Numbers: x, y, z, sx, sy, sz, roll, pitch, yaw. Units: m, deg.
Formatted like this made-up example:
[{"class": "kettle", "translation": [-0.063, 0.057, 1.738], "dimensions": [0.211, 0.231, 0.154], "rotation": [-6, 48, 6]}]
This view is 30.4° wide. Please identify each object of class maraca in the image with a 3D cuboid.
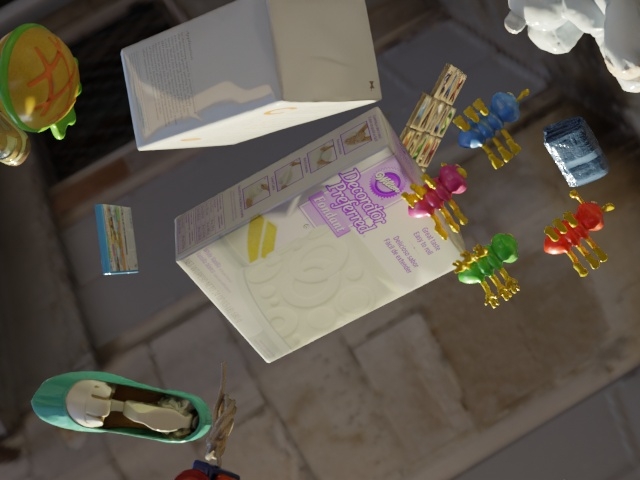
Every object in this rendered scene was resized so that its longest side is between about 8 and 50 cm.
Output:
[{"class": "maraca", "translation": [-0.337, -0.190, 1.424], "dimensions": [0.185, 0.099, 0.127], "rotation": [34, -113, -72]}]

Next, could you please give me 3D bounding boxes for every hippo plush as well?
[{"class": "hippo plush", "translation": [0.411, -0.355, 1.860], "dimensions": [0.294, 0.236, 0.234], "rotation": [35, -120, -53]}]

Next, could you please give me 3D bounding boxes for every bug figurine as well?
[{"class": "bug figurine", "translation": [0.229, -0.052, 1.492], "dimensions": [0.279, 0.216, 0.072], "rotation": [49, -166, -21]}]

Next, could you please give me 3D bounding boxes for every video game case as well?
[{"class": "video game case", "translation": [-0.353, -0.001, 2.049], "dimensions": [0.166, 0.015, 0.119], "rotation": [3, -101, -83]}]

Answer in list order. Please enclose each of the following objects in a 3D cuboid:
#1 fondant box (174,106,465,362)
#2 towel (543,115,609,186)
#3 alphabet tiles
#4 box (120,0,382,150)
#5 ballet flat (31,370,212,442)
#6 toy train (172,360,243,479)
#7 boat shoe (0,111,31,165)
[{"class": "fondant box", "translation": [0.000, 0.000, 1.614], "dimensions": [0.238, 0.330, 0.096], "rotation": [52, -164, -35]}, {"class": "towel", "translation": [0.369, -0.126, 1.694], "dimensions": [0.119, 0.067, 0.029], "rotation": [49, -151, -40]}, {"class": "alphabet tiles", "translation": [0.144, -0.124, 1.910], "dimensions": [0.011, 0.343, 0.285], "rotation": [29, -171, 13]}, {"class": "box", "translation": [-0.111, -0.256, 1.812], "dimensions": [0.345, 0.215, 0.168], "rotation": [-11, 89, 44]}, {"class": "ballet flat", "translation": [-0.267, 0.225, 1.597], "dimensions": [0.087, 0.247, 0.083], "rotation": [148, 131, -78]}, {"class": "toy train", "translation": [-0.050, 0.232, 1.040], "dimensions": [0.105, 0.143, 0.248], "rotation": [41, -125, -61]}, {"class": "boat shoe", "translation": [-0.467, -0.167, 1.568], "dimensions": [0.190, 0.068, 0.072], "rotation": [30, -175, 27]}]
